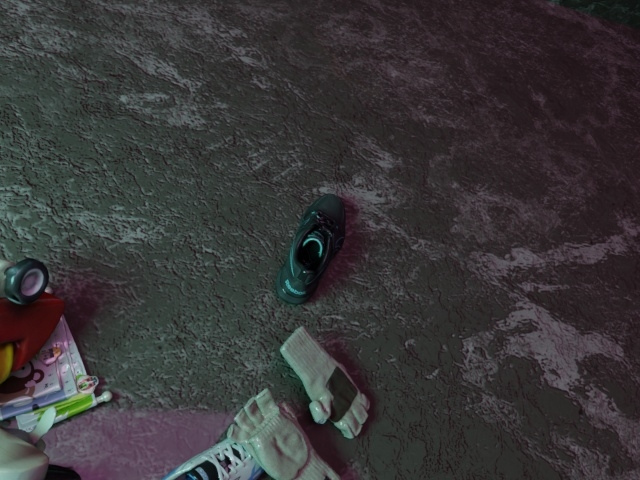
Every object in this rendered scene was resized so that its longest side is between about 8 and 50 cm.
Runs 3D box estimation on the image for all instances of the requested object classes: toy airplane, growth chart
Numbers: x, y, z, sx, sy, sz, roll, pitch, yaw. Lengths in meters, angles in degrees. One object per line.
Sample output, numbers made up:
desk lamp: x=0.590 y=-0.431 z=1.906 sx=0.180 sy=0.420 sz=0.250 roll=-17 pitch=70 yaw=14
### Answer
toy airplane: x=-0.508 y=0.177 z=0.631 sx=0.384 sy=0.273 sz=0.386 roll=-1 pitch=23 yaw=-24
growth chart: x=-0.448 y=0.181 z=0.830 sx=0.172 sy=0.021 sz=0.237 roll=-25 pitch=71 yaw=-30

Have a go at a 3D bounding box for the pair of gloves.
pair of gloves: x=-0.022 y=0.281 z=0.886 sx=0.204 sy=0.042 sz=0.240 roll=47 pitch=44 yaw=-12

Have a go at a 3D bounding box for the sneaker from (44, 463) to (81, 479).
sneaker: x=-0.448 y=0.382 z=0.676 sx=0.281 sy=0.106 sz=0.163 roll=3 pitch=86 yaw=-36

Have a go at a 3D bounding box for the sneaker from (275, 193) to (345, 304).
sneaker: x=0.000 y=0.000 z=1.064 sx=0.101 sy=0.106 sz=0.267 roll=24 pitch=53 yaw=-4

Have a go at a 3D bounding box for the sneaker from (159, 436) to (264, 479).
sneaker: x=-0.151 y=0.341 z=0.807 sx=0.237 sy=0.086 sz=0.085 roll=-30 pitch=72 yaw=-34
